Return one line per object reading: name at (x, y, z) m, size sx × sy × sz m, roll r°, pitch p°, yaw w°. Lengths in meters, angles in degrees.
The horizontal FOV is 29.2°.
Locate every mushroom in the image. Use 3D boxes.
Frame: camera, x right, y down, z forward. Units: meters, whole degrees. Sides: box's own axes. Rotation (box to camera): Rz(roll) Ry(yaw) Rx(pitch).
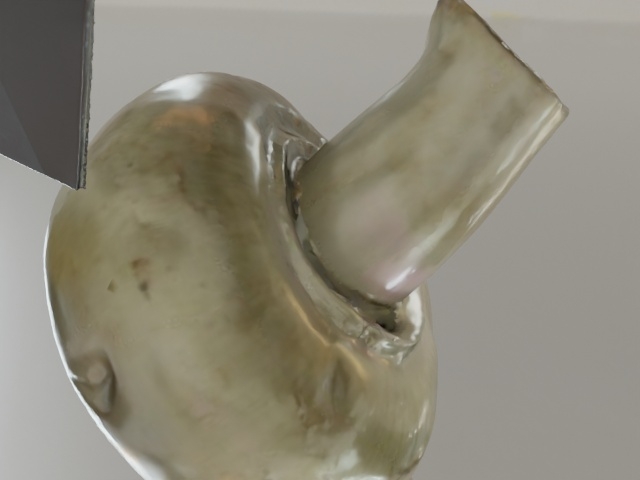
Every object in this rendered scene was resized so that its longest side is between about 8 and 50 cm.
mushroom at (-0.033, 0.006, 0.810) m, size 0.315 × 0.315 × 0.356 m, roll 12°, pitch -95°, yaw 16°

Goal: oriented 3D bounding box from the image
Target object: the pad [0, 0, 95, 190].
pad at (-0.160, -0.121, 0.474) m, size 0.163 × 0.243 × 0.004 m, roll 25°, pitch -124°, yaw 4°
